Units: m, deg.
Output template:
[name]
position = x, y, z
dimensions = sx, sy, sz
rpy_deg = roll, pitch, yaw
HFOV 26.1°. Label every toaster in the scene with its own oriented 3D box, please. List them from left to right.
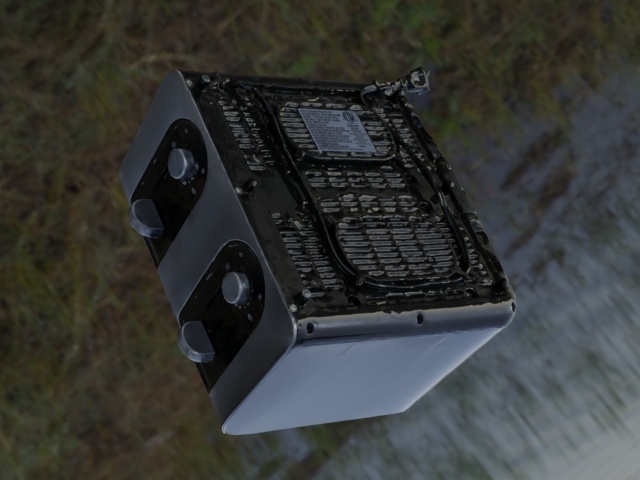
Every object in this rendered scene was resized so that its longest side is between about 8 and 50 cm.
[toaster]
position = 0.000, 0.000, 0.731
dimensions = 0.185, 0.168, 0.110
rpy_deg = -3, 146, -40
